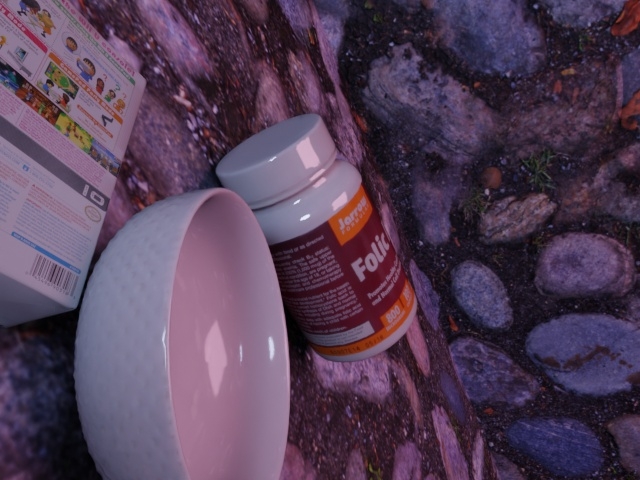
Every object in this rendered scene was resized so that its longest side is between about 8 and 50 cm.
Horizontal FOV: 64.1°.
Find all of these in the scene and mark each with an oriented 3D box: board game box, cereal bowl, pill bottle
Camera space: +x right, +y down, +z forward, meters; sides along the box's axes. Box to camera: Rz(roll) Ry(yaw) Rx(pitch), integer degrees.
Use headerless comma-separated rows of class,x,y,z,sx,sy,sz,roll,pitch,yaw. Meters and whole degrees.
board game box,-0.292,-0.110,0.448,0.224,0.097,0.303,50,33,-46
cereal bowl,-0.140,0.119,0.536,0.339,0.141,0.339,-8,90,-79
pill bottle,0.000,0.000,0.884,0.392,0.224,0.224,61,25,-27
